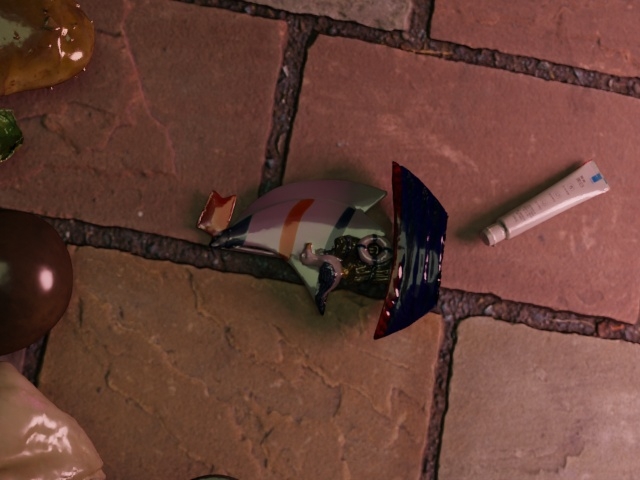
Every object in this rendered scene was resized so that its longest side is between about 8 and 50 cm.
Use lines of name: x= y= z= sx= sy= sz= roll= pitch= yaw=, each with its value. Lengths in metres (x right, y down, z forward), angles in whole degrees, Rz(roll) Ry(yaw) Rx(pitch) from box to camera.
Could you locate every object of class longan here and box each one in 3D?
longan: x=-0.381 y=0.051 z=1.511 sx=0.187 sy=0.167 sz=0.167 roll=-42 pitch=87 yaw=8

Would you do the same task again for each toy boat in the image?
toy boat: x=0.023 y=-0.019 z=1.639 sx=0.318 sy=0.072 sz=0.219 roll=30 pitch=79 yaw=8

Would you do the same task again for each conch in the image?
conch: x=-0.406 y=-0.133 z=1.581 sx=0.089 sy=0.074 sz=0.121 roll=-32 pitch=46 yaw=-28

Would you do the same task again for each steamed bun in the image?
steamed bun: x=-0.353 y=0.310 z=1.399 sx=0.206 sy=0.275 sz=0.320 roll=34 pitch=116 yaw=5

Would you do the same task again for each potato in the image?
potato: x=-0.423 y=-0.266 z=1.573 sx=0.296 sy=0.141 sz=0.191 roll=8 pitch=79 yaw=-9

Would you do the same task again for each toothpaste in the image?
toothpaste: x=0.292 y=-0.045 z=1.693 sx=0.190 sy=0.031 sz=0.048 roll=-28 pitch=82 yaw=-16

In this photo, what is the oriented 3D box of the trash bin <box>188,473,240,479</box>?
trash bin: x=-0.143 y=0.384 z=1.429 sx=0.220 sy=0.250 sz=0.219 roll=-27 pitch=85 yaw=-12
